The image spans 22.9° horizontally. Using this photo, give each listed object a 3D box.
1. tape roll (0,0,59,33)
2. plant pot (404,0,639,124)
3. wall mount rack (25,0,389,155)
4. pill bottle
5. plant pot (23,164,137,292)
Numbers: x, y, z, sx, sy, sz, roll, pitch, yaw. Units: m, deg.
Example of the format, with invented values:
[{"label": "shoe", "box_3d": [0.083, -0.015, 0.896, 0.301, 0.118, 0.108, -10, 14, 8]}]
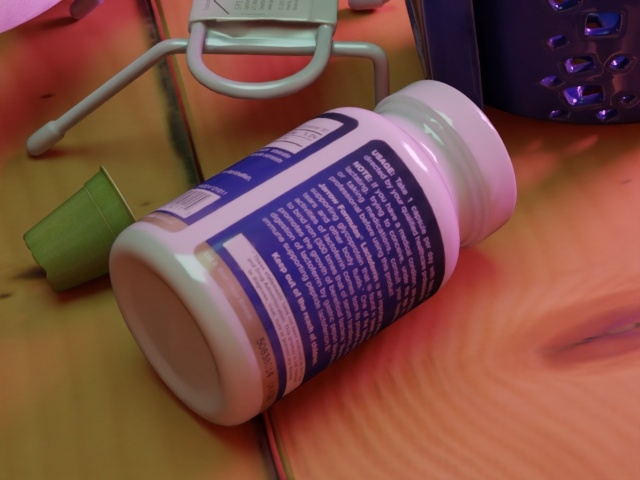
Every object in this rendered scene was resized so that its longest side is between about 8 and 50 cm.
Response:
[{"label": "tape roll", "box_3d": [-0.390, -0.246, 1.355, 0.391, 0.072, 0.392, -6, 29, 3]}, {"label": "plant pot", "box_3d": [0.168, -0.228, 1.252, 0.212, 0.236, 0.236, -13, 56, 2]}, {"label": "wall mount rack", "box_3d": [-0.089, -0.185, 1.340, 0.304, 0.130, 0.350, 1, 41, 4]}, {"label": "pill bottle", "box_3d": [0.000, 0.000, 1.094, 0.264, 0.153, 0.153, -32, 48, -26]}, {"label": "plant pot", "box_3d": [-0.177, -0.002, 1.182, 0.079, 0.083, 0.083, -30, 46, -8]}]
